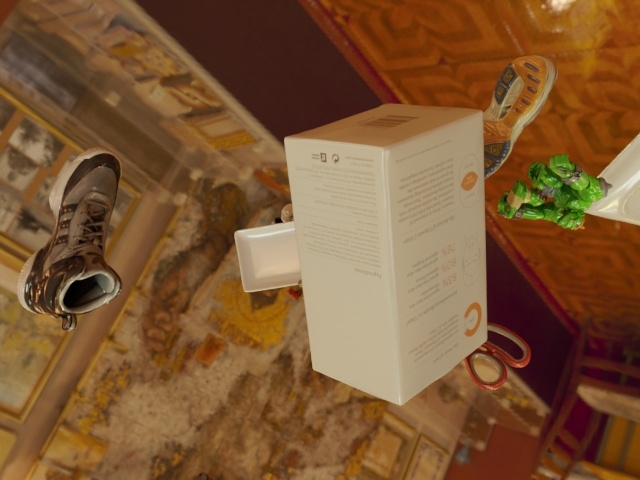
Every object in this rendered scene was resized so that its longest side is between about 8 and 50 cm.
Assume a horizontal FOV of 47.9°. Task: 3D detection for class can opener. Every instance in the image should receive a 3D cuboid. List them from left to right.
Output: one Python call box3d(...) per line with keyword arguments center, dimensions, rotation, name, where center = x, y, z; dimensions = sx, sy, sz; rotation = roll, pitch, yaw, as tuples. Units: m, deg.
box3d(center=(0.000, 0.000, 1.945), dimensions=(0.280, 0.074, 0.093), rotation=(33, 133, -11), name="can opener")

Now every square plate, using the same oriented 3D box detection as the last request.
box3d(center=(0.679, -0.126, 1.256), dimensions=(0.347, 0.049, 0.344), rotation=(11, 136, -24), name="square plate")

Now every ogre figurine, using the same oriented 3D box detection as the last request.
box3d(center=(0.371, -0.074, 1.135), dimensions=(0.118, 0.097, 0.197), rotation=(15, 139, -8), name="ogre figurine")

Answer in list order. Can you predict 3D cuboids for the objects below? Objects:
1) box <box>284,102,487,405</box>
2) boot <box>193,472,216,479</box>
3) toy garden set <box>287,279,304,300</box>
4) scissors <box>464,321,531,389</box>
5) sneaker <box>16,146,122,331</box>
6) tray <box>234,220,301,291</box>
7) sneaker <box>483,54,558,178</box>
box3d(center=(0.100, 0.008, 0.984), dimensions=(0.168, 0.215, 0.346), rotation=(13, 118, 42), name="box")
box3d(center=(-0.156, 0.459, 1.086), dimensions=(0.106, 0.082, 0.219), rotation=(39, -158, -20), name="boot")
box3d(center=(0.076, 0.090, 1.390), dimensions=(0.244, 0.204, 0.049), rotation=(39, 170, 26), name="toy garden set")
box3d(center=(0.210, 0.146, 1.225), dimensions=(0.297, 0.109, 0.021), rotation=(32, 164, 30), name="scissors")
box3d(center=(-0.336, 0.001, 1.051), dimensions=(0.153, 0.269, 0.101), rotation=(22, 178, 42), name="sneaker")
box3d(center=(-0.053, 0.026, 1.648), dimensions=(0.270, 0.145, 0.030), rotation=(-10, -179, -1), name="tray")
box3d(center=(0.365, -0.228, 1.417), dimensions=(0.112, 0.131, 0.296), rotation=(48, 128, 16), name="sneaker")
